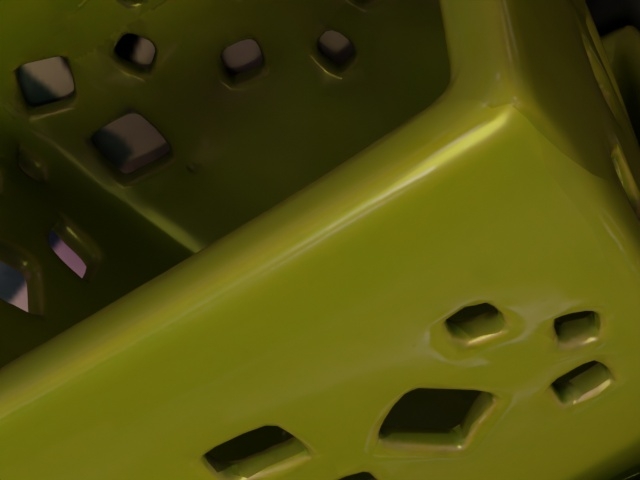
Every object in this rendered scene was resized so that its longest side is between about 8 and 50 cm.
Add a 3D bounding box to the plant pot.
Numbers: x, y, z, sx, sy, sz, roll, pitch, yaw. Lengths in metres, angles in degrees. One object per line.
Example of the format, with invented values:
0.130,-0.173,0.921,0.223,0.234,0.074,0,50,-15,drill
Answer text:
0.000,0.000,0.578,0.227,0.228,0.207,-30,131,21,plant pot
